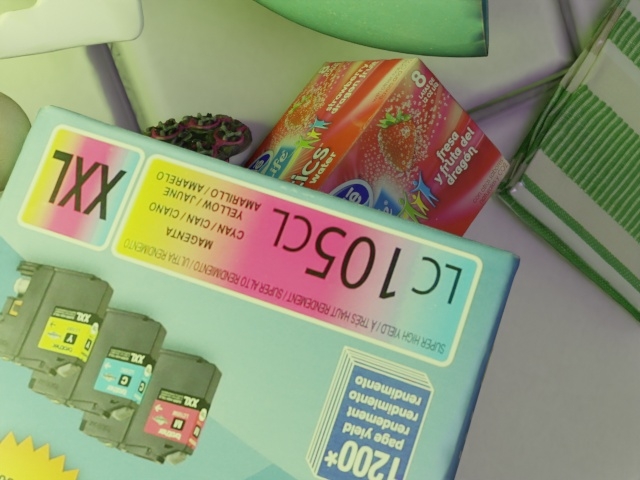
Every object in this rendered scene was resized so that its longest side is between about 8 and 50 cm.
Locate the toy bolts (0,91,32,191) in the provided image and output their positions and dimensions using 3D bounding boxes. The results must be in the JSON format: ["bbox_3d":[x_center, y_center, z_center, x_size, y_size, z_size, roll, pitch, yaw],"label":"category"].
[{"bbox_3d":[-0.233,0.032,0.585,0.159,0.228,0.218,-14,77,-24],"label":"toy bolts"}]

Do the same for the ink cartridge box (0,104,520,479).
[{"bbox_3d":[-0.085,0.163,0.541,0.270,0.151,0.395,18,79,8],"label":"ink cartridge box"}]

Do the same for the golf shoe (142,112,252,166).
[{"bbox_3d":[-0.124,-0.024,0.738,0.186,0.067,0.086,-36,141,-25],"label":"golf shoe"}]

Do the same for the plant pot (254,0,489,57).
[{"bbox_3d":[0.007,-0.262,0.689,0.196,0.290,0.290,-3,94,11],"label":"plant pot"}]

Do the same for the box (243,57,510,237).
[{"bbox_3d":[0.000,0.000,0.746,0.122,0.128,0.257,44,75,-28],"label":"box"}]

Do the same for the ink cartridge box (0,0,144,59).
[{"bbox_3d":[-0.247,-0.277,0.630,0.207,0.119,0.353,-13,97,-24],"label":"ink cartridge box"}]

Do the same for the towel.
[{"bbox_3d":[0.317,-0.107,0.946,0.248,0.038,0.324,38,75,-23],"label":"towel"}]
